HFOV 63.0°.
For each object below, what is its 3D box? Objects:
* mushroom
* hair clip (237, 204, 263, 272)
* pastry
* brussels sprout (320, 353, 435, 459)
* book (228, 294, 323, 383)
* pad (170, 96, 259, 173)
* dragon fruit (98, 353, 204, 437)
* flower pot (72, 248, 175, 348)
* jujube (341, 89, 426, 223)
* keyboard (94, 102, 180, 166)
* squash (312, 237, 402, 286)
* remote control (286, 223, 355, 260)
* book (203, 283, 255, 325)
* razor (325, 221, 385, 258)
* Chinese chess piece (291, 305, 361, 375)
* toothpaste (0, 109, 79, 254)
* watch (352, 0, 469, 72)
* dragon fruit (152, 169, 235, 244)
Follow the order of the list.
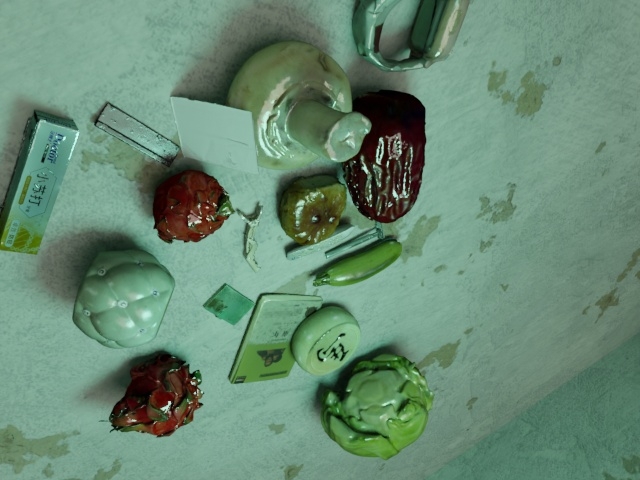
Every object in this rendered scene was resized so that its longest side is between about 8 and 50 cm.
[{"bbox_3d":[-0.041,-0.284,1.174,0.314,0.336,0.314,-17,123,-28],"label":"mushroom"},{"bbox_3d":[-0.201,0.004,1.475,0.072,0.034,0.226,-8,126,-23],"label":"hair clip"},{"bbox_3d":[-0.020,-0.090,1.477,0.229,0.100,0.218,26,105,-42],"label":"pastry"},{"bbox_3d":[0.220,0.651,1.970,0.425,0.342,0.361,-26,129,-14],"label":"brussels sprout"},{"bbox_3d":[-0.146,0.329,1.734,0.239,0.035,0.352,5,118,-37],"label":"book"},{"bbox_3d":[-0.238,-0.237,1.178,0.004,0.232,0.156,-47,144,-44],"label":"pad"},{"bbox_3d":[-0.480,0.452,1.491,0.293,0.234,0.233,-9,125,-32],"label":"dragon fruit"},{"bbox_3d":[-0.470,0.140,1.266,0.195,0.246,0.246,19,112,-12],"label":"flower pot"},{"bbox_3d":[0.171,-0.234,1.410,0.258,0.258,0.376,-17,135,-21],"label":"jujube"},{"bbox_3d":[-0.413,-0.237,1.192,0.195,0.018,0.060,31,94,-42],"label":"keyboard"},{"bbox_3d":[0.124,0.089,1.699,0.341,0.094,0.094,-24,130,-19],"label":"squash"},{"bbox_3d":[0.000,0.000,1.588,0.229,0.044,0.073,-23,164,-10],"label":"remote control"},{"bbox_3d":[-0.275,0.198,1.574,0.103,0.017,0.135,-45,132,3],"label":"book"},{"bbox_3d":[0.111,0.007,1.667,0.211,0.036,0.084,-28,129,-13],"label":"razor"},{"bbox_3d":[0.021,0.344,1.781,0.250,0.101,0.250,-22,133,-26],"label":"Chinese chess piece"},{"bbox_3d":[-0.612,-0.119,1.118,0.089,0.071,0.312,13,113,-41],"label":"toothpaste"},{"bbox_3d":[0.204,-0.544,1.286,0.241,0.162,0.253,8,114,-21],"label":"watch"},{"bbox_3d":[-0.313,-0.082,1.256,0.209,0.172,0.172,-23,133,10],"label":"dragon fruit"}]
